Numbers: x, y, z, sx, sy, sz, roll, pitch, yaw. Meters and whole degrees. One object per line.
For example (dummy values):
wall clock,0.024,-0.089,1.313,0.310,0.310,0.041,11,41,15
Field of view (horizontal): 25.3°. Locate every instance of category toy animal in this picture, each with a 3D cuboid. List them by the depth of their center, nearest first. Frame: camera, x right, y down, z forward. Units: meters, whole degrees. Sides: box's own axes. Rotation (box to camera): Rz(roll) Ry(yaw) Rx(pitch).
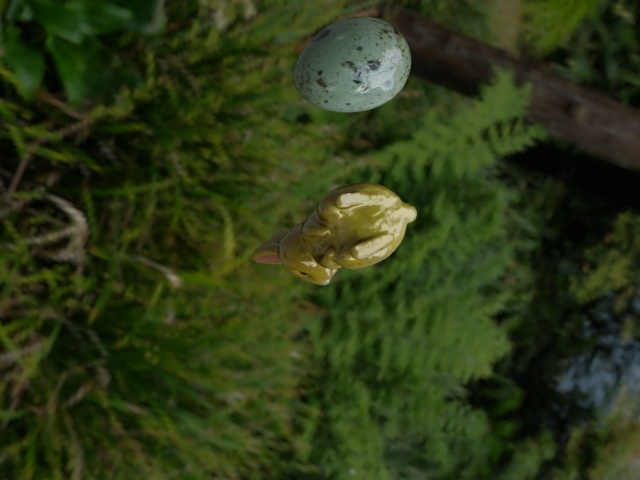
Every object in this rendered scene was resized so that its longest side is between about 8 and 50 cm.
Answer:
toy animal,0.003,0.001,1.222,0.083,0.070,0.159,-14,173,-42

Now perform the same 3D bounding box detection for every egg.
egg,0.028,-0.157,1.284,0.110,0.085,0.085,-23,155,-8
